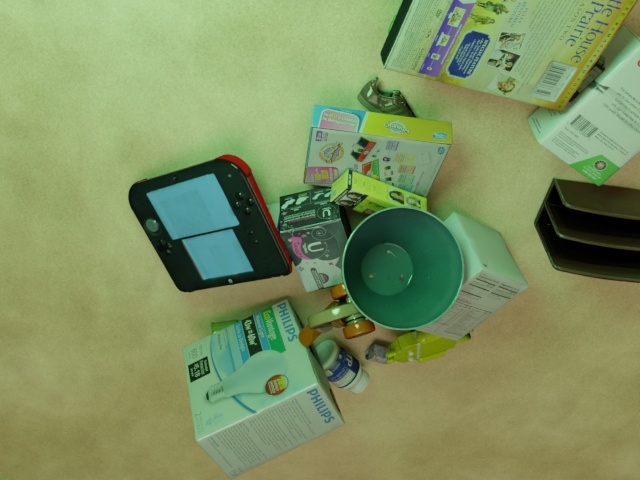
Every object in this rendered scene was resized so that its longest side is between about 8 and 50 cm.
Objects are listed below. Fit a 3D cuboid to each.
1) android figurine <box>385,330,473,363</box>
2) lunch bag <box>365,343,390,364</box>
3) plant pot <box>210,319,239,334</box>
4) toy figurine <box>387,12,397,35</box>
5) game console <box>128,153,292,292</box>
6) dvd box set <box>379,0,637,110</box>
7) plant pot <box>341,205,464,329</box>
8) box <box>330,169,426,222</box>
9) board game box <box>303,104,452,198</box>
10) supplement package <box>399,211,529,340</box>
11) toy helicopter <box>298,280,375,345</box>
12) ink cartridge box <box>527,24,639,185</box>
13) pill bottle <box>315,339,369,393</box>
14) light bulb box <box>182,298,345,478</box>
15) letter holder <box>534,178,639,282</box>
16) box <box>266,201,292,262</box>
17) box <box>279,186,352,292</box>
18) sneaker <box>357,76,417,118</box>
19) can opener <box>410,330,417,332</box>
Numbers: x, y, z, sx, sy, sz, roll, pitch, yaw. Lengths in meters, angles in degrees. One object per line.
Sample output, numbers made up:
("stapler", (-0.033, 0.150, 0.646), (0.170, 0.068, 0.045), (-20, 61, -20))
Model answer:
("android figurine", (0.326, 0.311, 1.902), (0.273, 0.056, 0.248), (-18, 153, -3))
("lunch bag", (0.188, 0.366, 2.015), (0.071, 0.053, 0.083), (16, 153, -11))
("plant pot", (-0.290, 0.283, 1.958), (0.079, 0.083, 0.083), (-18, 127, 2))
("toy figurine", (0.256, -0.443, 1.347), (0.159, 0.130, 0.173), (33, 99, -38))
("game console", (-0.290, -0.030, 1.608), (0.387, 0.060, 0.341), (-11, 111, 31))
("dvd box set", (0.364, -0.428, 1.211), (0.421, 0.062, 0.307), (8, 135, -16))
("plant pot", (0.185, 0.069, 1.557), (0.291, 0.195, 0.289), (0, 87, -6))
("box", (0.145, -0.099, 1.557), (0.232, 0.058, 0.087), (18, 150, -24))
("board game box", (0.126, -0.204, 1.494), (0.317, 0.064, 0.242), (7, 153, -3))
("supplement package", (0.362, 0.102, 1.674), (0.198, 0.199, 0.262), (19, 129, -35))
("toy helicopter", (0.087, 0.211, 1.764), (0.235, 0.140, 0.355), (-26, 165, 29))
("ink cartridge box", (0.657, -0.298, 1.417), (0.211, 0.121, 0.289), (30, 124, -20))
("pill bottle", (0.067, 0.412, 2.019), (0.112, 0.112, 0.187), (-34, 120, 26))
("light bulb box", (-0.173, 0.420, 1.821), (0.361, 0.357, 0.225), (-26, 130, -1))
("letter holder", (0.730, -0.019, 1.579), (0.302, 0.214, 0.151), (7, 129, -3))
("box", (-0.122, -0.010, 1.678), (0.072, 0.126, 0.137), (-9, 128, 11))
("box", (0.000, 0.000, 1.648), (0.164, 0.142, 0.247), (-13, 134, 8))
("sneaker", (0.179, -0.308, 1.465), (0.189, 0.066, 0.071), (27, 121, -19))
("can opener", (0.375, 0.186, 1.864), (0.280, 0.074, 0.093), (-40, 83, 27))
